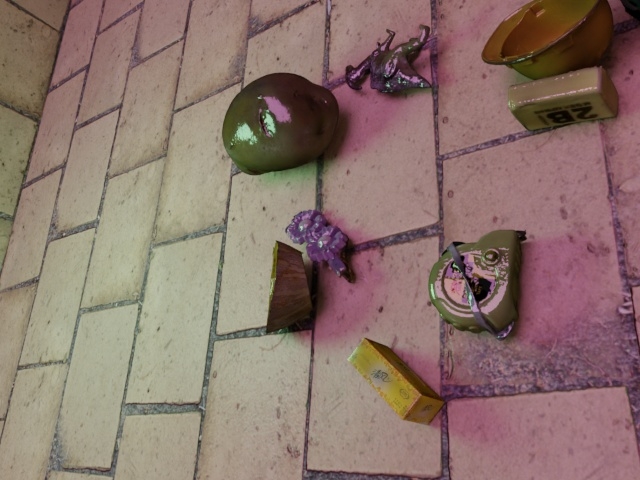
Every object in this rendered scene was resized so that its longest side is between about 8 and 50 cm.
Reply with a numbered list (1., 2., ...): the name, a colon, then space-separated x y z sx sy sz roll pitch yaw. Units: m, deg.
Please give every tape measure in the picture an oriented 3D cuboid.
1. tape measure: 0.291 0.084 1.139 0.175 0.106 0.200 -2 71 25

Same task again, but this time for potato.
1. potato: -0.115 -0.298 1.566 0.326 0.221 0.243 -3 103 42

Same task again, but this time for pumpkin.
1. pumpkin: -0.069 0.108 1.414 0.110 0.217 0.217 3 68 0

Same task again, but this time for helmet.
1. helmet: 0.452 -0.371 1.168 0.205 0.140 0.257 -57 23 -16

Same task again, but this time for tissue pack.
1. tissue pack: 0.144 0.268 1.181 0.062 0.095 0.176 -54 46 8

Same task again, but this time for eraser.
1. eraser: 0.453 -0.261 1.152 0.172 0.117 0.058 -4 73 39

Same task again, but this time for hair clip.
1. hair clip: 0.000 0.000 1.448 0.106 0.084 0.292 -39 43 -4

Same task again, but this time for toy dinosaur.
1. toy dinosaur: 0.173 -0.433 1.499 0.294 0.077 0.162 23 90 58

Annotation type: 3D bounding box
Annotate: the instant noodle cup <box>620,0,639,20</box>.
1. instant noodle cup: 0.612 -0.517 1.084 0.251 0.190 0.251 -18 59 33
